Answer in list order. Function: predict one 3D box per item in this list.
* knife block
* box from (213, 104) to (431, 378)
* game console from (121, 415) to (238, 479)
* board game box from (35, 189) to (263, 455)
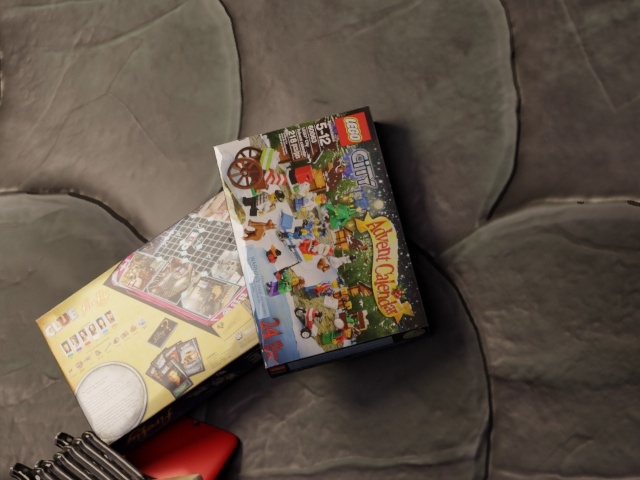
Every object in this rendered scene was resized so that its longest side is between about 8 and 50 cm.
[{"bbox_3d":[-0.185,0.313,1.776,0.242,0.088,0.276,-17,104,48],"label":"knife block"},{"bbox_3d":[0.000,0.000,1.767,0.159,0.044,0.233,-15,71,2],"label":"box"},{"bbox_3d":[-0.160,0.246,1.848,0.144,0.085,0.124,16,118,31],"label":"game console"},{"bbox_3d":[-0.146,0.081,1.836,0.243,0.042,0.165,-34,65,6],"label":"board game box"}]
